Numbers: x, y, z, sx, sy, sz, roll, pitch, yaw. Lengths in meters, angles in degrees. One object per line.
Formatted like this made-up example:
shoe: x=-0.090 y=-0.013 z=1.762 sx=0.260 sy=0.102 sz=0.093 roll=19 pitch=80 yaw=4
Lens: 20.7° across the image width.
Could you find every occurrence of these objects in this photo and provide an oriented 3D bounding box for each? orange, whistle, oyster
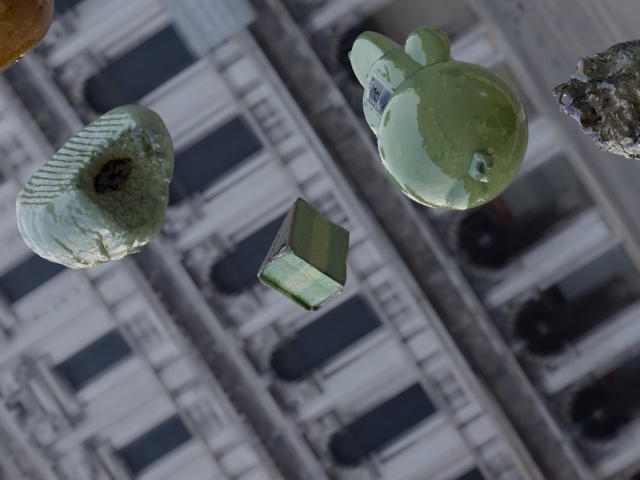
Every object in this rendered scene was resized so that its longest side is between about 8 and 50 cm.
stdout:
orange: x=-0.364 y=-0.245 z=1.863 sx=0.136 sy=0.159 sz=0.159 roll=52 pitch=-172 yaw=-8
whistle: x=0.108 y=-0.119 z=1.589 sx=0.141 sy=0.141 sz=0.294 roll=54 pitch=-171 yaw=-24
oyster: x=0.420 y=-0.169 z=2.175 sx=0.260 sy=0.198 sz=0.092 roll=49 pitch=165 yaw=32

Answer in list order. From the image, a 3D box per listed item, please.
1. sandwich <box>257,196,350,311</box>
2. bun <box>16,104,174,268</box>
sandwich: x=0.000 y=0.000 z=1.746 sx=0.074 sy=0.074 sz=0.116 roll=33 pitch=-126 yaw=-11
bun: x=-0.246 y=-0.052 z=2.029 sx=0.126 sy=0.212 sz=0.204 roll=49 pitch=179 yaw=-27
